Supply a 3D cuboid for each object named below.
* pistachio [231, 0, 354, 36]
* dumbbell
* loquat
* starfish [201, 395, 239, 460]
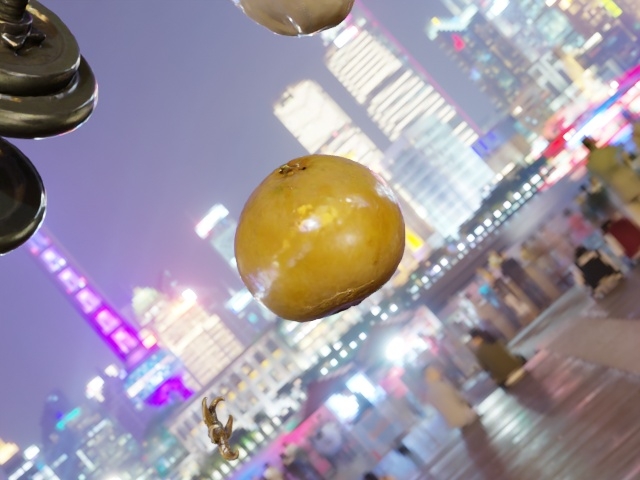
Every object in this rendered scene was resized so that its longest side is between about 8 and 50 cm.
[{"bbox_3d":[-0.079,-0.505,1.863,0.226,0.332,0.208,-46,10,6],"label":"pistachio"},{"bbox_3d":[-0.307,-0.102,0.905,0.290,0.192,0.192,-57,-12,32],"label":"dumbbell"},{"bbox_3d":[0.000,0.000,1.571,0.263,0.263,0.263,-42,-5,-4],"label":"loquat"},{"bbox_3d":[-0.113,0.212,1.181,0.028,0.078,0.091,-29,-8,2],"label":"starfish"}]
